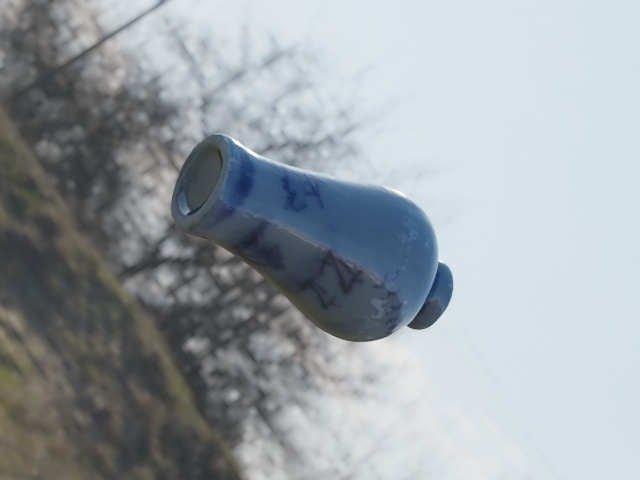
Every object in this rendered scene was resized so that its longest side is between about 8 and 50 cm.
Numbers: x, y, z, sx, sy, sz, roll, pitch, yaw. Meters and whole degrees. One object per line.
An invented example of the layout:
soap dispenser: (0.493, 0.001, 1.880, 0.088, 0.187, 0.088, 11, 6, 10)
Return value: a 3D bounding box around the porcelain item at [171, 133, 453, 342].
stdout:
porcelain item: (0.000, 0.000, 1.669, 0.259, 0.141, 0.141, 27, 7, -31)
